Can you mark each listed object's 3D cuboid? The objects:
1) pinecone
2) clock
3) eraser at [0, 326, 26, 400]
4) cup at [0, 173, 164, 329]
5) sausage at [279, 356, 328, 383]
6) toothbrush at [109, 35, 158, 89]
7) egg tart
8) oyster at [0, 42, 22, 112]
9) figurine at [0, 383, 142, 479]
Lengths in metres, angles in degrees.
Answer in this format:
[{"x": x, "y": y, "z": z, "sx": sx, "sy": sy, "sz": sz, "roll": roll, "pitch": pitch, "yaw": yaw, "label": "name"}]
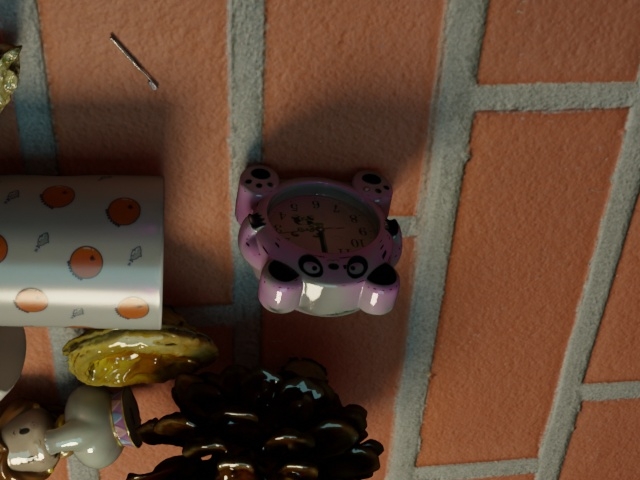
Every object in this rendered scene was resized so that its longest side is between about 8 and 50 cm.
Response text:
[{"x": -0.113, "y": 0.378, "z": 1.636, "sx": 0.398, "sy": 0.398, "sz": 0.398, "roll": -5, "pitch": 129, "yaw": -6, "label": "pinecone"}, {"x": 0.000, "y": 0.000, "z": 1.488, "sx": 0.227, "sy": 0.248, "sz": 0.090, "roll": 2, "pitch": 130, "yaw": -11, "label": "clock"}, {"x": -0.555, "y": 0.236, "z": 1.629, "sx": 0.095, "sy": 0.174, "sz": 0.270, "roll": 34, "pitch": 116, "yaw": -28, "label": "eraser"}, {"x": -0.371, "y": 0.015, "z": 1.459, "sx": 0.317, "sy": 0.212, "sz": 0.212, "roll": 1, "pitch": 128, "yaw": -10, "label": "cup"}, {"x": -0.054, "y": 0.314, "z": 1.843, "sx": 0.083, "sy": 0.083, "sz": 0.264, "roll": 5, "pitch": 129, "yaw": -14, "label": "sausage"}, {"x": -0.244, "y": -0.231, "z": 1.416, "sx": 0.008, "sy": 0.006, "sz": 0.097, "roll": -28, "pitch": 128, "yaw": 17, "label": "toothbrush"}, {"x": -0.273, "y": 0.155, "z": 1.635, "sx": 0.241, "sy": 0.106, "sz": 0.241, "roll": -6, "pitch": 158, "yaw": -3, "label": "egg tart"}, {"x": -0.440, "y": -0.165, "z": 1.377, "sx": 0.072, "sy": 0.133, "sz": 0.209, "roll": 6, "pitch": 108, "yaw": -43, "label": "oyster"}, {"x": -0.422, "y": 0.310, "z": 1.724, "sx": 0.263, "sy": 0.189, "sz": 0.142, "roll": -14, "pitch": 85, "yaw": 4, "label": "figurine"}]
